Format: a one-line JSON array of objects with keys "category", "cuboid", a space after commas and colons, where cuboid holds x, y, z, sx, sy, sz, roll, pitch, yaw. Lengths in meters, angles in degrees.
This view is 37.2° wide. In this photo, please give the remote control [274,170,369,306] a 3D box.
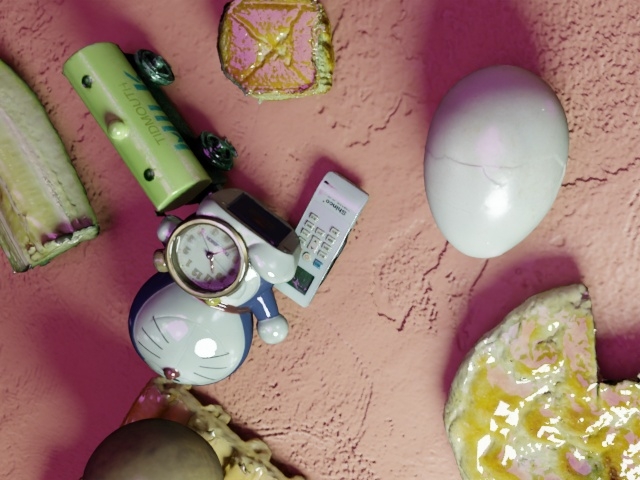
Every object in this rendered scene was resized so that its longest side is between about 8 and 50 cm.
[{"category": "remote control", "cuboid": [0.000, 0.000, 1.166, 0.065, 0.029, 0.166, 34, 112, 14]}]

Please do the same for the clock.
[{"category": "clock", "cuboid": [-0.130, 0.069, 1.156, 0.200, 0.146, 0.243, 34, 113, -3]}]

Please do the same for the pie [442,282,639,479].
[{"category": "pie", "cuboid": [0.298, 0.219, 1.056, 0.338, 0.075, 0.337, 3, 99, 21]}]

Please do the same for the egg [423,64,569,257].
[{"category": "egg", "cuboid": [0.185, -0.082, 1.017, 0.151, 0.151, 0.209, 12, 104, 19]}]

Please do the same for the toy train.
[{"category": "toy train", "cuboid": [-0.212, -0.136, 1.159, 0.105, 0.157, 0.253, -38, 84, 21]}]

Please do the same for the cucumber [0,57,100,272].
[{"category": "cucumber", "cuboid": [-0.416, -0.120, 1.274, 0.145, 0.105, 0.325, -36, 83, 48]}]

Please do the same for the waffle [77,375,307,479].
[{"category": "waffle", "cuboid": [-0.161, 0.380, 1.255, 0.348, 0.077, 0.304, 39, 110, 12]}]

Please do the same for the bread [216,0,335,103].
[{"category": "bread", "cuboid": [-0.053, -0.228, 1.133, 0.140, 0.069, 0.127, 1, 99, 18]}]

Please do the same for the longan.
[{"category": "longan", "cuboid": [-0.197, 0.297, 1.127, 0.167, 0.167, 0.187, 19, 119, 18]}]
